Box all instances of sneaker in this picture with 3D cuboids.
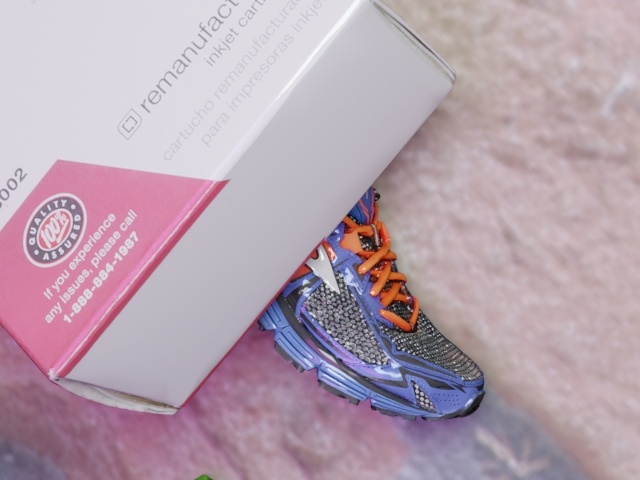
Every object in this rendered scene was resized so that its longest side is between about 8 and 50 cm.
[{"bbox_3d":[0.000,0.000,0.723,0.221,0.083,0.087,45,109,11],"label":"sneaker"}]

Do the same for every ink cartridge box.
[{"bbox_3d":[-0.115,-0.091,0.688,0.283,0.117,0.207,43,97,26],"label":"ink cartridge box"}]

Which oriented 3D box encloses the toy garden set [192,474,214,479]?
[{"bbox_3d":[-0.120,0.271,0.765,0.244,0.049,0.204,-34,47,11],"label":"toy garden set"}]
